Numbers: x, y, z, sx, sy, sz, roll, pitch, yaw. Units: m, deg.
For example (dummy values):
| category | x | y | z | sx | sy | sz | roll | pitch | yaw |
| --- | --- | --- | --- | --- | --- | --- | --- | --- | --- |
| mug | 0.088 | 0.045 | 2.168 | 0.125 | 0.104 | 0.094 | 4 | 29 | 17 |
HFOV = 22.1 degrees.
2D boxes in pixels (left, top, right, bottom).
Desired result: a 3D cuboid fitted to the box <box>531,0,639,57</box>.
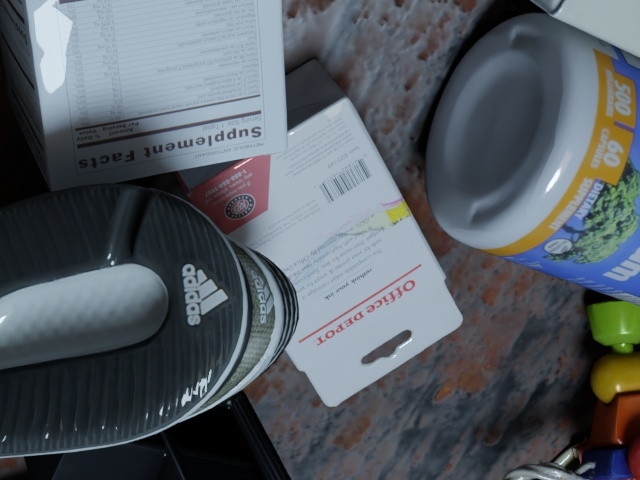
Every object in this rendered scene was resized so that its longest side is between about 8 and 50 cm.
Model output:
| category | x | y | z | sx | sy | sz | roll | pitch | yaw |
| --- | --- | --- | --- | --- | --- | --- | --- | --- | --- |
| box | 0.222 | -0.173 | 0.985 | 0.232 | 0.148 | 0.127 | 20 | 108 | -31 |

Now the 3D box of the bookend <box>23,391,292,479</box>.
| category | x | y | z | sx | sy | sz | roll | pitch | yaw |
| --- | --- | --- | --- | --- | --- | --- | --- | --- | --- |
| bookend | -0.106 | 0.151 | 1.032 | 0.157 | 0.156 | 0.072 | 16 | 111 | -28 |

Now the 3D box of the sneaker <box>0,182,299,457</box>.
| category | x | y | z | sx | sy | sz | roll | pitch | yaw |
| --- | --- | --- | --- | --- | --- | --- | --- | --- | --- |
| sneaker | -0.223 | 0.074 | 0.933 | 0.447 | 0.257 | 0.169 | -6 | 82 | 14 |

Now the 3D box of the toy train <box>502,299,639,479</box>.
| category | x | y | z | sx | sy | sz | roll | pitch | yaw |
| --- | --- | --- | --- | --- | --- | --- | --- | --- | --- |
| toy train | 0.213 | 0.106 | 1.164 | 0.248 | 0.105 | 0.143 | -4 | 82 | -13 |

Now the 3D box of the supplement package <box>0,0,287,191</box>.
| category | x | y | z | sx | sy | sz | roll | pitch | yaw |
| --- | --- | --- | --- | --- | --- | --- | --- | --- | --- |
| supplement package | -0.105 | -0.168 | 0.861 | 0.139 | 0.134 | 0.244 | -11 | 121 | -16 |

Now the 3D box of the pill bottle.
| category | x | y | z | sx | sy | sz | roll | pitch | yaw |
| --- | --- | --- | --- | --- | --- | --- | --- | --- | --- |
| pill bottle | 0.216 | -0.034 | 1.060 | 0.272 | 0.152 | 0.152 | 18 | 110 | -29 |

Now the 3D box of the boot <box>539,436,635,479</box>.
| category | x | y | z | sx | sy | sz | roll | pitch | yaw |
| --- | --- | --- | --- | --- | --- | --- | --- | --- | --- |
| boot | 0.236 | 0.169 | 1.246 | 0.158 | 0.059 | 0.084 | -43 | 120 | 6 |

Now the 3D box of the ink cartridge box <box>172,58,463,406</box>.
| category | x | y | z | sx | sy | sz | roll | pitch | yaw |
| --- | --- | --- | --- | --- | --- | --- | --- | --- | --- |
| ink cartridge box | 0.000 | 0.000 | 1.043 | 0.115 | 0.067 | 0.198 | -32 | 124 | -2 |
